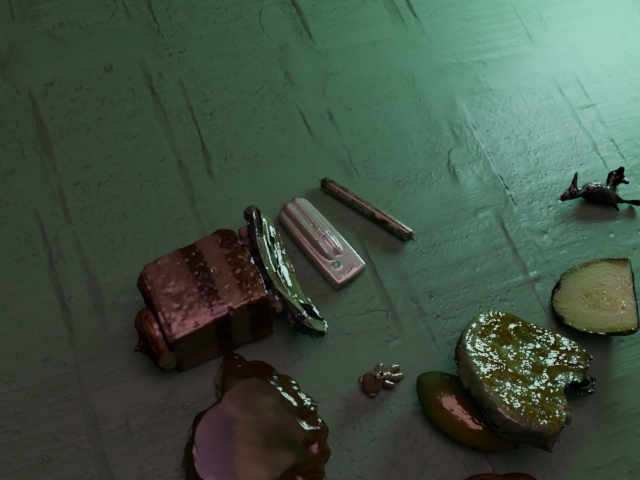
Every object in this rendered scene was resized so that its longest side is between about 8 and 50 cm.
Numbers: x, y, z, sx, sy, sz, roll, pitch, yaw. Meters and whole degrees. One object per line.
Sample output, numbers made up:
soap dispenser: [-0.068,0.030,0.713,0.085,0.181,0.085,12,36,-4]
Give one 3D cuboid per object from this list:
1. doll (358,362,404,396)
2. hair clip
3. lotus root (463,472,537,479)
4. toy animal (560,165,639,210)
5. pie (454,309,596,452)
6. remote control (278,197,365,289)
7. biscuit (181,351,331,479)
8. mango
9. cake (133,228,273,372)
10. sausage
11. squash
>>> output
doll: [0.128,0.289,1.909,0.093,0.051,0.061,-7,58,-44]
hair clip: [-0.096,0.078,1.947,0.091,0.138,0.321,-31,64,10]
lotus root: [0.378,0.495,1.786,0.159,0.135,0.095,41,63,-1]
toy animal: [0.665,-0.117,2.176,0.203,0.070,0.105,-6,82,-15]
pie: [0.416,0.268,1.865,0.296,0.078,0.371,39,38,13]
remote control: [0.000,0.001,2.033,0.090,0.049,0.230,-35,73,-20]
biscuit: [-0.151,0.380,1.796,0.329,0.078,0.335,-16,67,-20]
mango: [0.304,0.354,1.863,0.238,0.091,0.137,15,57,5]
cake: [-0.258,0.135,1.853,0.293,0.196,0.198,-25,66,-14]
sausage: [0.108,-0.073,2.096,0.269,0.032,0.033,33,63,10]
squash: [0.616,0.143,2.035,0.184,0.085,0.191,-8,56,21]
